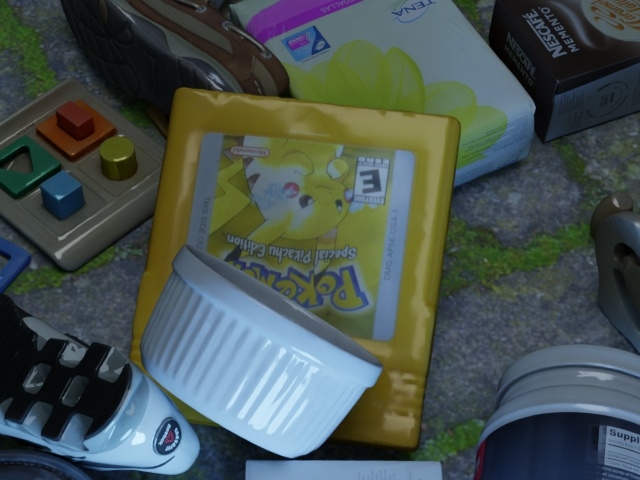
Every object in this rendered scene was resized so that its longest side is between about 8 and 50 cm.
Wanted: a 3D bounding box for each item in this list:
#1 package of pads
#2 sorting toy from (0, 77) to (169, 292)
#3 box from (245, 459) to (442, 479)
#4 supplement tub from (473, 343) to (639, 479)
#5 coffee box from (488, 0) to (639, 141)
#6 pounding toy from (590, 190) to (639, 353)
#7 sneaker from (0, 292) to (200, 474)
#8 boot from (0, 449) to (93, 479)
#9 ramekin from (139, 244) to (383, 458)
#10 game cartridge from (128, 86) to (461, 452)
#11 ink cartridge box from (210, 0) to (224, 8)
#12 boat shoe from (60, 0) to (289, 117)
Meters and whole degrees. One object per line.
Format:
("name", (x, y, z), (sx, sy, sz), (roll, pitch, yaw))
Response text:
("package of pads", (0.068, -0.173, 1.820), (0.229, 0.101, 0.296), (-23, 58, -18))
("sorting toy", (-0.260, -0.082, 1.761), (0.196, 0.047, 0.347), (39, 60, 24))
("box", (0.018, 0.260, 1.465), (0.170, 0.130, 0.091), (1, 53, -3))
("supplement tub", (0.221, 0.247, 1.449), (0.191, 0.191, 0.272), (9, 52, 3))
("coffee box", (0.327, -0.222, 1.873), (0.246, 0.098, 0.141), (-19, 56, -17))
("pounding toy", (0.370, 0.025, 1.652), (0.155, 0.154, 0.269), (-26, 59, -21))
("sneaker", (-0.240, 0.146, 1.543), (0.330, 0.146, 0.122), (20, 74, 46))
("boot", (-0.234, 0.314, 1.439), (0.263, 0.091, 0.229), (19, 62, 20))
("ramekin", (-0.059, 0.102, 1.473), (0.207, 0.207, 0.109), (32, 93, 20))
("game cartridge", (-0.026, 0.024, 1.608), (0.285, 0.053, 0.324), (6, 75, 7))
("ink cartridge box", (-0.167, -0.356, 1.922), (0.189, 0.066, 0.232), (31, 85, 19))
("boat shoe", (-0.161, -0.217, 1.803), (0.116, 0.123, 0.324), (-31, 58, -30))
